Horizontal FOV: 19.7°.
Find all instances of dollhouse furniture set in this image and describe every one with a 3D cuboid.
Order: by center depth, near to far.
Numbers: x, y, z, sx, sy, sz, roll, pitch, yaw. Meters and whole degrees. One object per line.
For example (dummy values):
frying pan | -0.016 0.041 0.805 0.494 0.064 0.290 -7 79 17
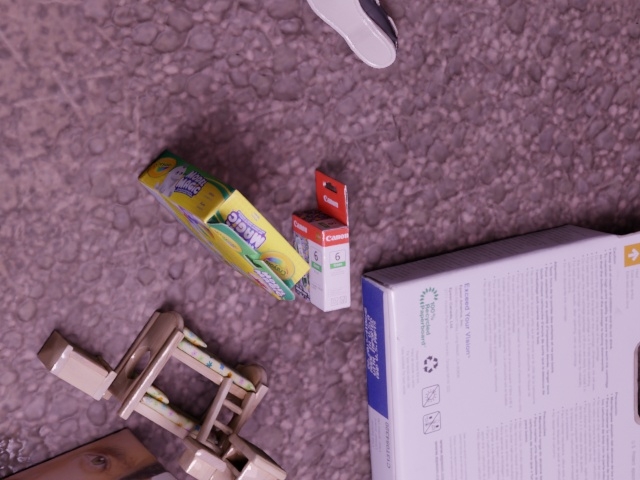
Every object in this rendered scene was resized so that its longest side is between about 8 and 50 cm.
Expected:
dollhouse furniture set | -0.122 0.127 1.582 0.182 0.161 0.101 35 89 -31

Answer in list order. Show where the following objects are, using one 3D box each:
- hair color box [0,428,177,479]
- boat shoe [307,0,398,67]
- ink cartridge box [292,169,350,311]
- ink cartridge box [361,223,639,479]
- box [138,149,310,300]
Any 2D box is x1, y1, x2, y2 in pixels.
hair color box | -0.274 0.291 1.547 0.339 0.185 0.110 -20 112 -20
boat shoe | 0.027 -0.208 1.620 0.046 0.038 0.125 -28 119 32
ink cartridge box | 0.000 0.000 1.658 0.029 0.063 0.115 -11 110 -25
ink cartridge box | 0.201 0.156 1.803 0.330 0.071 0.324 -12 110 -26
box | -0.079 -0.013 1.549 0.043 0.179 0.105 -46 120 -6
